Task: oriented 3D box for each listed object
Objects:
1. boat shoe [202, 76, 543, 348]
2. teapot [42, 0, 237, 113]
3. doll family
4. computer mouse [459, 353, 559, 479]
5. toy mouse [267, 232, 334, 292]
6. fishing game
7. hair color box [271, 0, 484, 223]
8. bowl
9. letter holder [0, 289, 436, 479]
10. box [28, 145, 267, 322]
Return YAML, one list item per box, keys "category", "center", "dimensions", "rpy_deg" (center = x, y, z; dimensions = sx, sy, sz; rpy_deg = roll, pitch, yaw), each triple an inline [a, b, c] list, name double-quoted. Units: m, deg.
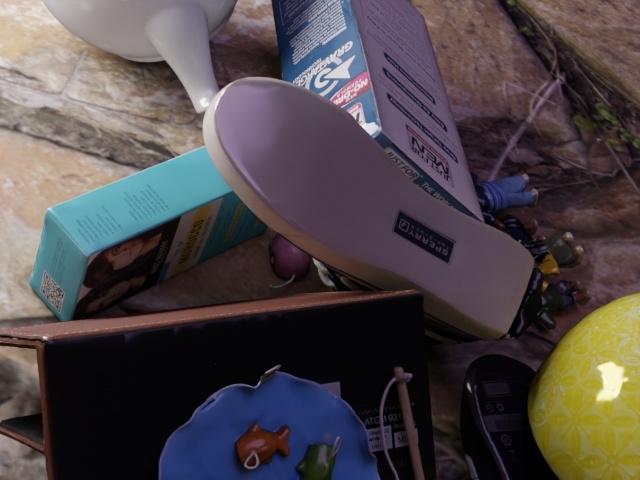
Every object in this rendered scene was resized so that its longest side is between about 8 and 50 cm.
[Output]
- category: "boat shoe"
  center: [0.020, -0.004, 1.054]
  dimensions: [0.340, 0.158, 0.127]
  rpy_deg: [35, 62, -17]
- category: "teapot"
  center: [-0.178, -0.282, 1.271]
  dimensions: [0.252, 0.187, 0.256]
  rpy_deg: [12, 56, 25]
- category: "doll family"
  center: [0.200, 0.003, 1.247]
  dimensions: [0.111, 0.076, 0.193]
  rpy_deg: [-12, 50, -28]
- category: "computer mouse"
  center: [0.148, 0.228, 1.014]
  dimensions: [0.184, 0.060, 0.262]
  rpy_deg: [-5, 62, -34]
- category: "toy mouse"
  center: [0.000, 0.000, 1.181]
  dimensions: [0.161, 0.031, 0.143]
  rpy_deg: [-14, 56, -34]
- category: "fishing game"
  center: [-0.028, 0.184, 0.831]
  dimensions: [0.264, 0.041, 0.189]
  rpy_deg: [-14, 96, -30]
- category: "hair color box"
  center: [0.049, -0.153, 1.242]
  dimensions: [0.174, 0.105, 0.347]
  rpy_deg: [37, 30, -36]
- category: "bowl"
  center: [0.335, 0.124, 0.994]
  dimensions: [0.289, 0.156, 0.289]
  rpy_deg: [13, 32, -8]
- category: "letter holder"
  center: [-0.096, 0.127, 0.941]
  dimensions: [0.301, 0.214, 0.152]
  rpy_deg: [-5, 92, -29]
- category: "box"
  center: [-0.139, -0.017, 1.082]
  dimensions: [0.244, 0.100, 0.060]
  rpy_deg: [-28, 65, -40]
